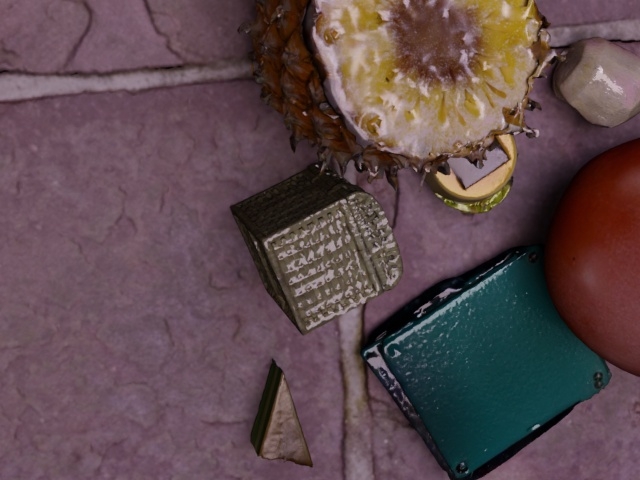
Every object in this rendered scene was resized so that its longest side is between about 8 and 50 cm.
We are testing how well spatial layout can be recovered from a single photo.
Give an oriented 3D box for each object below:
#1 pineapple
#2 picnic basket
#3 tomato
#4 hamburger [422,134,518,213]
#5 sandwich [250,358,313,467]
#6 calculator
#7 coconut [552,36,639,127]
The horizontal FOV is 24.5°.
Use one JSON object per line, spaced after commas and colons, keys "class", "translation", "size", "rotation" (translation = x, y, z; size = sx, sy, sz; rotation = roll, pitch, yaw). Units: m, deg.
{"class": "pineapple", "translation": [0.081, -0.225, 1.662], "size": [0.352, 0.300, 0.352], "rotation": [0, 92, -13]}
{"class": "picnic basket", "translation": [0.000, 0.000, 1.755], "size": [0.154, 0.196, 0.134], "rotation": [-25, 107, -8]}
{"class": "tomato", "translation": [0.446, 0.025, 1.811], "size": [0.321, 0.321, 0.321], "rotation": [-3, 104, -14]}
{"class": "hamburger", "translation": [0.186, -0.102, 1.840], "size": [0.141, 0.081, 0.126], "rotation": [40, 88, -10]}
{"class": "sandwich", "translation": [-0.036, 0.218, 1.862], "size": [0.074, 0.074, 0.116], "rotation": [14, 98, -15]}
{"class": "calculator", "translation": [0.220, 0.156, 1.921], "size": [0.274, 0.058, 0.248], "rotation": [-35, 109, -4]}
{"class": "coconut", "translation": [0.359, -0.195, 1.855], "size": [0.124, 0.110, 0.110], "rotation": [30, 94, -16]}
